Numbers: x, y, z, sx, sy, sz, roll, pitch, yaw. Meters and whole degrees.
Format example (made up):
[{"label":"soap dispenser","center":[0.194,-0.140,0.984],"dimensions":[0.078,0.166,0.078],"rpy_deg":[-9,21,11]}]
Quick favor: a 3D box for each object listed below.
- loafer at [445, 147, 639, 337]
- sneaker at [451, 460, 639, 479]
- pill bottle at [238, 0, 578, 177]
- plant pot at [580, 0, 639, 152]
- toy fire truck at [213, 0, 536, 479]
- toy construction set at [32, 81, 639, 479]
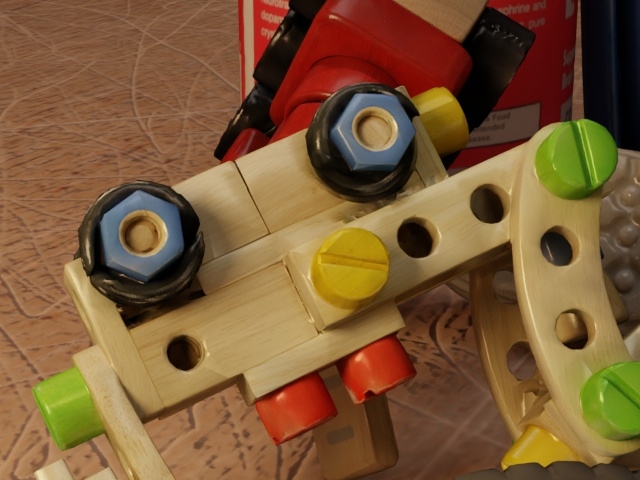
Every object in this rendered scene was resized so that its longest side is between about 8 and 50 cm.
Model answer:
[{"label":"loafer","center":[0.218,0.013,0.883],"dimensions":[0.319,0.112,0.111],"rpy_deg":[6,-15,18]},{"label":"sneaker","center":[0.127,0.145,0.463],"dimensions":[0.340,0.125,0.140],"rpy_deg":[-3,24,-4]},{"label":"pill bottle","center":[0.058,-0.222,1.060],"dimensions":[0.229,0.408,0.229],"rpy_deg":[0,20,0]},{"label":"plant pot","center":[0.311,-0.149,1.131],"dimensions":[0.212,0.236,0.236],"rpy_deg":[9,22,38]},{"label":"toy fire truck","center":[0.000,0.000,0.816],"dimensions":[0.158,0.217,0.246],"rpy_deg":[33,54,-1]},{"label":"toy construction set","center":[0.018,0.054,0.639],"dimensions":[0.327,0.215,0.151],"rpy_deg":[-23,-8,-29]}]
